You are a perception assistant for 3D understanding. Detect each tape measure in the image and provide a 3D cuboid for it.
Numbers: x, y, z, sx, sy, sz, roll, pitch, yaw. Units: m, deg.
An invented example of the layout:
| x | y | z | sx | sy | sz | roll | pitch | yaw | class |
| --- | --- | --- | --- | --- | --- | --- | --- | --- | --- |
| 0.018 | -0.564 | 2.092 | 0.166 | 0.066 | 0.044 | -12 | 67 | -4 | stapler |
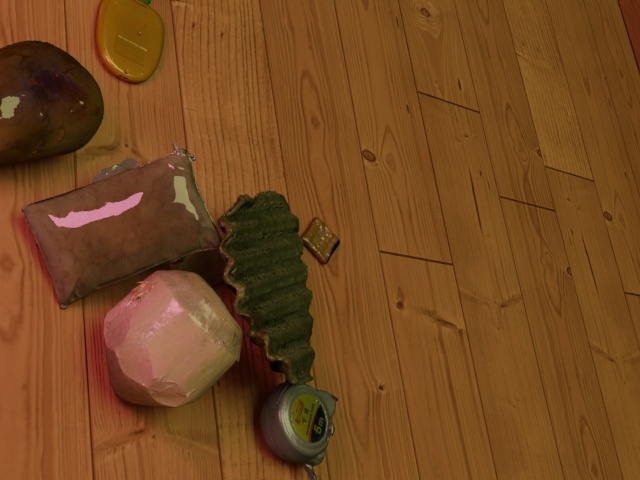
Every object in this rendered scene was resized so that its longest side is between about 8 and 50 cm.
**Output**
| x | y | z | sx | sy | sz | roll | pitch | yaw | class |
| --- | --- | --- | --- | --- | --- | --- | --- | --- | --- |
| -0.055 | 0.403 | 1.813 | 0.164 | 0.084 | 0.330 | 34 | 48 | -24 | tape measure |

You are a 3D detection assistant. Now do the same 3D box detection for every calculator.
| x | y | z | sx | sy | sz | roll | pitch | yaw | class |
| --- | --- | --- | --- | --- | --- | --- | --- | --- | --- |
| -0.374 | -0.414 | 1.991 | 0.146 | 0.032 | 0.235 | 24 | 55 | -34 | calculator |

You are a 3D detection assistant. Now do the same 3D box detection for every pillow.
| x | y | z | sx | sy | sz | roll | pitch | yaw | class |
| --- | --- | --- | --- | --- | --- | --- | --- | --- | --- |
| -0.325 | -0.024 | 1.694 | 0.302 | 0.075 | 0.185 | -22 | 93 | -12 | pillow |

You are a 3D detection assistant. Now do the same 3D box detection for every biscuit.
| x | y | z | sx | sy | sz | roll | pitch | yaw | class |
| --- | --- | --- | --- | --- | --- | --- | --- | --- | --- |
| 0.000 | 0.000 | 2.136 | 0.081 | 0.018 | 0.083 | 47 | 43 | -14 | biscuit |

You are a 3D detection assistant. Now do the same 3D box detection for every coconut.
| x | y | z | sx | sy | sz | roll | pitch | yaw | class |
| --- | --- | --- | --- | --- | --- | --- | --- | --- | --- |
| -0.253 | 0.172 | 1.661 | 0.234 | 0.224 | 0.224 | -36 | 96 | -5 | coconut |

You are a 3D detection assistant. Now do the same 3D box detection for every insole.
| x | y | z | sx | sy | sz | roll | pitch | yaw | class |
| --- | --- | --- | --- | --- | --- | --- | --- | --- | --- |
| -0.193 | 0.027 | 1.940 | 0.081 | 0.011 | 0.248 | 54 | 42 | -6 | insole |

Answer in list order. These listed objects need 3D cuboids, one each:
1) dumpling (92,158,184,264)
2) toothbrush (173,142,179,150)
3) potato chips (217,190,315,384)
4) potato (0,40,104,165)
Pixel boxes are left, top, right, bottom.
| x | y | z | sx | sy | sz | roll | pitch | yaw | class |
| --- | --- | --- | --- | --- | --- | --- | --- | --- | --- |
| -0.331 | -0.033 | 1.791 | 0.216 | 0.149 | 0.105 | 57 | 4 | -11 | dumpling |
| -0.261 | -0.132 | 1.962 | 0.011 | 0.013 | 0.131 | -9 | 72 | -51 | toothbrush |
| -0.078 | 0.084 | 1.850 | 0.429 | 0.070 | 0.358 | -22 | 95 | -76 | potato chips |
| -0.500 | -0.225 | 1.665 | 0.307 | 0.173 | 0.210 | -32 | 94 | -51 | potato |
